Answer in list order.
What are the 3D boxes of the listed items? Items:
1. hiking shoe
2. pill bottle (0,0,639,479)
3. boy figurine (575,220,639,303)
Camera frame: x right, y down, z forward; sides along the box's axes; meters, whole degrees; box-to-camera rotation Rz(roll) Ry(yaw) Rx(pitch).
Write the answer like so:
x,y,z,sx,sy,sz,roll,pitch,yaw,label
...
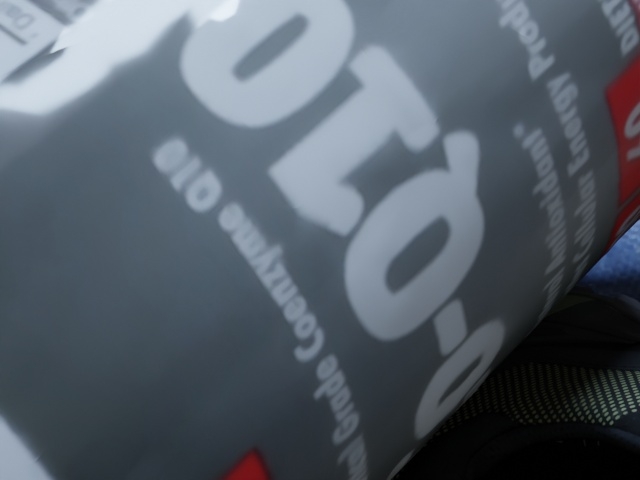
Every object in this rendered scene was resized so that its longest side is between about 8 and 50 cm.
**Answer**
x,y,z,sx,sy,sz,roll,pitch,yaw,label
0.120,0.059,0.456,0.226,0.086,0.114,-9,28,18,hiking shoe
-0.054,0.010,0.418,0.161,0.161,0.283,17,52,45,pill bottle
0.000,0.000,0.604,0.285,0.092,0.177,-1,23,16,boy figurine
